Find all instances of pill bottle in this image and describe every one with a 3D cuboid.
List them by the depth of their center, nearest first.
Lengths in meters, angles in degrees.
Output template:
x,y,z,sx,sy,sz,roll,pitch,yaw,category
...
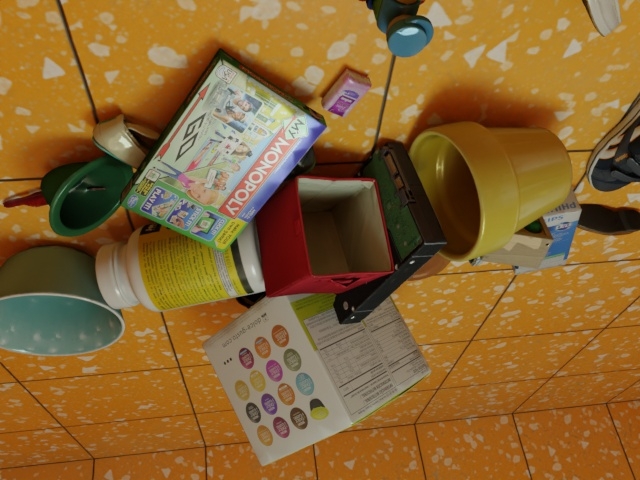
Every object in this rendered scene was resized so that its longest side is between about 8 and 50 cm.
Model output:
x,y,z,sx,sy,sz,roll,pitch,yaw,category
-0.283,0.045,1.288,0.334,0.188,0.188,-11,148,4,pill bottle

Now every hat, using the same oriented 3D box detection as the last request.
x,y,z,sx,sy,sz,roll,pitch,yaw,category
-0.486,-0.121,1.135,0.208,0.183,0.173,-46,162,-19,hat

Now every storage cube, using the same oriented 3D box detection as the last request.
x,y,z,sx,sy,sz,roll,pitch,yaw,category
0.000,0.000,1.186,0.183,0.215,0.193,-1,165,-31,storage cube

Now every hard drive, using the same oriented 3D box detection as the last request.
x,y,z,sx,sy,sz,roll,pitch,yaw,category
0.103,-0.005,1.253,0.064,0.237,0.339,-3,149,-31,hard drive

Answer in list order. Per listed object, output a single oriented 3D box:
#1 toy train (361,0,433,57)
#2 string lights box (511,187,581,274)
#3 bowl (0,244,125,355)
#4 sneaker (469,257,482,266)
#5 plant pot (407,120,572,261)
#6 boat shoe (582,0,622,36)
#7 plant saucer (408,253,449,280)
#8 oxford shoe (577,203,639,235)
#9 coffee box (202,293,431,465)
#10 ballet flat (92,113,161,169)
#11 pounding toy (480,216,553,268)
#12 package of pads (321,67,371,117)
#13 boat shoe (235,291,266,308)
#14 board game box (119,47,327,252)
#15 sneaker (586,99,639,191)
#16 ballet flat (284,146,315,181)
x,y,z,sx,sy,sz,roll,pitch,yaw,category
0.123,-0.368,0.773,0.105,0.143,0.248,-1,147,-12,toy train
0.536,-0.018,1.485,0.133,0.077,0.260,-12,148,6,string lights box
-0.595,0.123,1.362,0.311,0.163,0.311,-7,148,-4,bowl
0.413,0.001,1.498,0.083,0.071,0.191,-9,149,-10,sneaker
0.326,-0.109,1.158,0.239,0.254,0.254,-15,151,-19,plant pot
0.390,-0.395,0.837,0.096,0.098,0.277,-23,144,24,boat shoe
0.246,0.050,1.563,0.200,0.037,0.200,-6,147,-4,plant saucer
0.688,-0.038,1.499,0.212,0.076,0.076,6,156,-21,oxford shoe
-0.008,0.287,1.492,0.338,0.334,0.337,-15,163,-50,coffee box
-0.291,-0.143,1.101,0.086,0.086,0.248,-24,144,23,ballet flat
0.362,-0.045,1.310,0.206,0.181,0.094,8,129,-7,pounding toy
0.043,-0.251,1.044,0.050,0.032,0.083,16,141,-29,package of pads
-0.172,0.120,1.510,0.110,0.104,0.307,-16,148,10,boat shoe
-0.169,-0.138,1.050,0.213,0.046,0.317,27,117,-29,board game box
0.646,-0.173,1.224,0.126,0.127,0.321,-5,149,-8,sneaker
-0.145,-0.125,1.155,0.280,0.095,0.096,-29,134,13,ballet flat
